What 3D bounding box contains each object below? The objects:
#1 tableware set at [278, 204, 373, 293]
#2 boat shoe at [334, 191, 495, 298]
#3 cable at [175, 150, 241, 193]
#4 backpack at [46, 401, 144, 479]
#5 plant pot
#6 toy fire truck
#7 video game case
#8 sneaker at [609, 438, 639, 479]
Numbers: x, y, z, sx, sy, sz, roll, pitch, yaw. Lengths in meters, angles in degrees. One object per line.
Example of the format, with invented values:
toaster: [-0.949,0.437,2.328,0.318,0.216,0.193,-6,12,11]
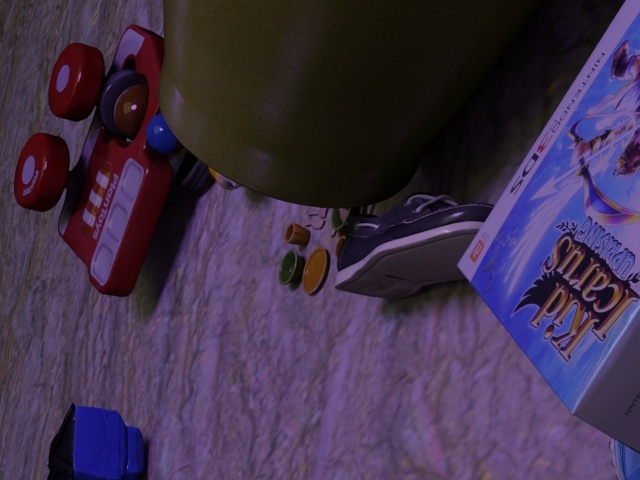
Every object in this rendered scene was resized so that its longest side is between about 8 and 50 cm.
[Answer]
tableware set: [0.000,0.000,1.452,0.154,0.024,0.104,1,75,65]
boat shoe: [0.078,-0.006,1.214,0.233,0.084,0.079,-20,56,64]
cable: [-0.117,-0.121,1.727,0.287,0.072,0.139,2,77,65]
backpack: [-0.261,0.260,1.735,0.120,0.101,0.098,129,151,-47]
plant pot: [0.022,-0.230,1.225,0.366,0.367,0.353,-103,27,-49]
toy fire truck: [-0.241,-0.105,1.884,0.254,0.169,0.302,38,109,54]
video game case: [0.197,-0.033,0.913,0.244,0.061,0.269,-59,16,10]
sneaker: [0.223,0.087,0.866,0.162,0.063,0.073,-67,28,11]
